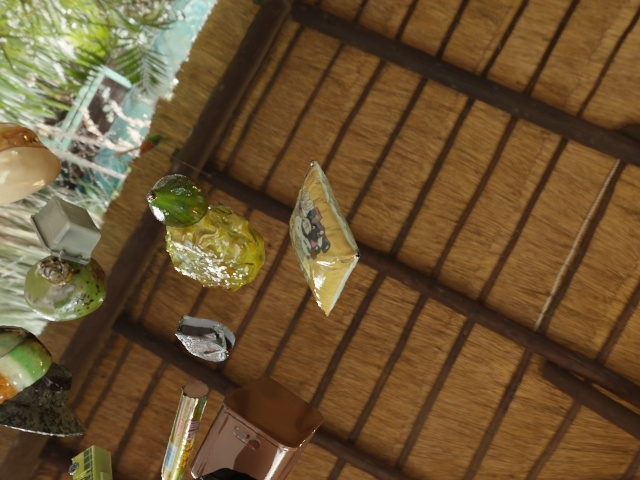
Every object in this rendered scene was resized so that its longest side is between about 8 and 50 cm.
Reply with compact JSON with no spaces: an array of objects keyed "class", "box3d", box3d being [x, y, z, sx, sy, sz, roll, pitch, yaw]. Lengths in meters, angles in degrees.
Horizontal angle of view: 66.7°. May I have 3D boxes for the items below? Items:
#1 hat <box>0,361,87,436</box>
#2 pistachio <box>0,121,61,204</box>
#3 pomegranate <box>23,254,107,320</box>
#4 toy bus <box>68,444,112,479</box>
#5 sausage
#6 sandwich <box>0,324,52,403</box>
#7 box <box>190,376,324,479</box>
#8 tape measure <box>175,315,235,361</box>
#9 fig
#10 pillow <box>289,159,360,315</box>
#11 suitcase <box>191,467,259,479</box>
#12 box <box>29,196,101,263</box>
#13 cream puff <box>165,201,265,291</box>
[{"class":"hat","box3d":[-0.605,0.320,1.032,0.266,0.266,0.128,0,-109,47]},{"class":"pistachio","box3d":[-0.904,-0.209,1.374,0.230,0.229,0.309,-28,-170,34]},{"class":"pomegranate","box3d":[-0.682,0.111,1.297,0.248,0.202,0.202,121,-25,-59]},{"class":"toy bus","box3d":[-0.662,0.699,1.413,0.101,0.088,0.175,-34,-138,-2]},{"class":"sausage","box3d":[-0.398,0.573,1.392,0.082,0.082,0.371,41,-61,50]},{"class":"sandwich","box3d":[-0.473,0.239,0.575,0.251,0.162,0.301,-13,-155,8]},{"class":"box","box3d":[-0.177,0.576,1.400,0.239,0.339,0.229,31,-87,16]},{"class":"tape measure","box3d":[-0.401,0.354,1.746,0.182,0.181,0.107,5,-131,15]},{"class":"fig","box3d":[-0.301,-0.088,0.985,0.117,0.177,0.117,-3,-102,13]},{"class":"pillow","box3d":[0.000,0.000,1.286,0.312,0.119,0.310,111,-41,-55]},{"class":"suitcase","box3d":[-0.248,0.700,1.074,0.152,0.229,0.334,11,-103,15]},{"class":"box","box3d":[-0.633,-0.031,1.221,0.092,0.124,0.172,-51,-125,6]},{"class":"cream puff","box3d":[-0.267,0.002,1.257,0.282,0.282,0.185,-13,-133,43]}]
